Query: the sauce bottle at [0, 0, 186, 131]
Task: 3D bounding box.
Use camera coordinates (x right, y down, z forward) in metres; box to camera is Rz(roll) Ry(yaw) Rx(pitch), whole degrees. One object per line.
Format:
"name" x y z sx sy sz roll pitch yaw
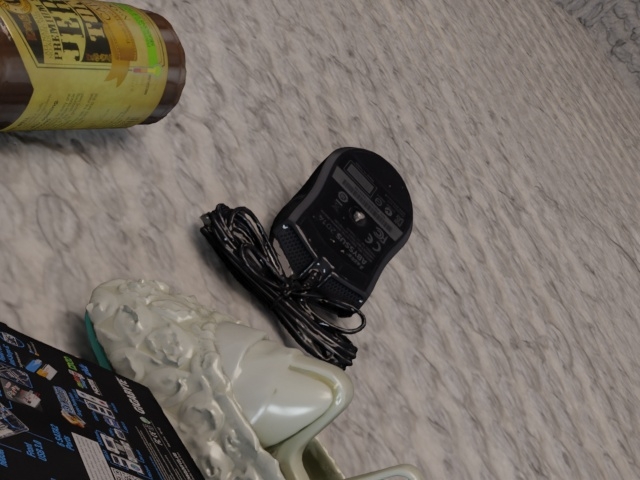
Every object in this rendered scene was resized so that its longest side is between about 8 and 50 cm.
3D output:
"sauce bottle" -0.243 -0.136 0.793 0.111 0.111 0.344 54 28 12

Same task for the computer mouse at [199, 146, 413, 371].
"computer mouse" 0.000 0.000 1.015 0.188 0.072 0.272 48 40 -4

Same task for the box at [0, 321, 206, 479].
"box" -0.181 0.101 0.488 0.293 0.073 0.295 28 4 -30

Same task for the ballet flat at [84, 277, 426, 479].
"ballet flat" -0.001 0.169 0.717 0.409 0.147 0.147 54 28 11
